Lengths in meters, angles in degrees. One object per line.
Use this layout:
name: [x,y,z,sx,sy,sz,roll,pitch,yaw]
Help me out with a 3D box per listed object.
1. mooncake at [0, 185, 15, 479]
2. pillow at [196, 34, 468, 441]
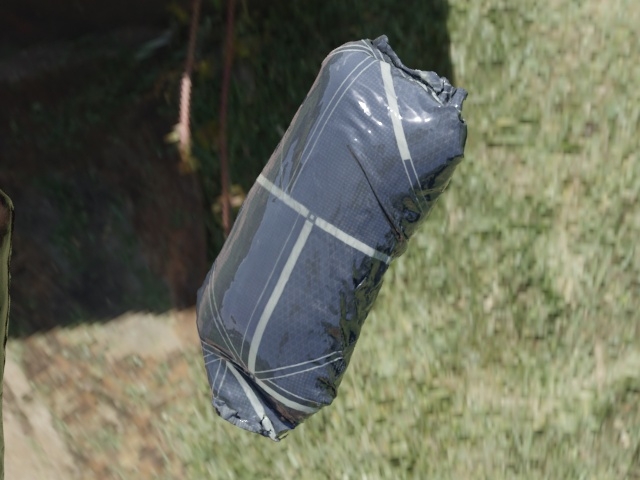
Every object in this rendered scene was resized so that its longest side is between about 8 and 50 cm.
mooncake: [-0.256,0.087,0.887,0.174,0.334,0.326,17,85,22]
pillow: [0.000,0.000,1.526,0.161,0.092,0.335,40,106,36]
